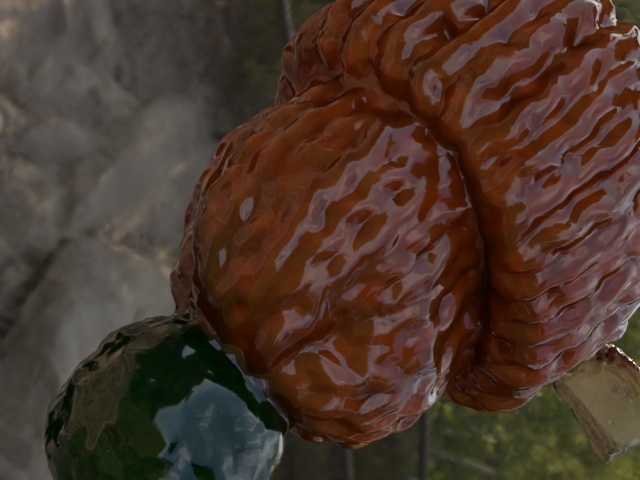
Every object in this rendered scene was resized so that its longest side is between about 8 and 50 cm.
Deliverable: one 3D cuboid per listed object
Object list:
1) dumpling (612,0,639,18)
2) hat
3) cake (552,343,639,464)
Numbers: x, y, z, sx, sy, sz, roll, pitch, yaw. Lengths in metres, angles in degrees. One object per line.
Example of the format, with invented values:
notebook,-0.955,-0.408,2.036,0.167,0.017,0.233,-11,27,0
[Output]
dumpling,0.335,-0.236,0.918,0.217,0.105,0.149,-33,-153,30
hat,0.000,0.000,0.693,0.400,0.285,0.285,-24,156,-17
cake,0.316,0.177,1.243,0.086,0.116,0.220,-34,164,2
